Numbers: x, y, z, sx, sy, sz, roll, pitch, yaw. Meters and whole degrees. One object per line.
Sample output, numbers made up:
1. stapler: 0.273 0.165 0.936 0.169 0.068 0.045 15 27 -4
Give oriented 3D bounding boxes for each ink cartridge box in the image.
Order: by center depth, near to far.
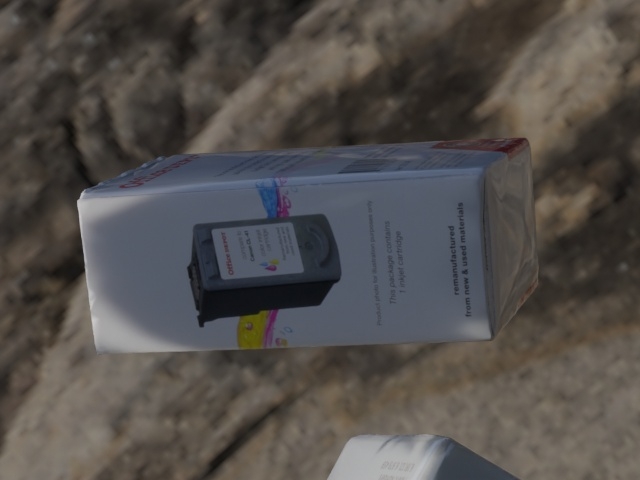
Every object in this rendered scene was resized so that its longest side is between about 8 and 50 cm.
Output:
1. ink cartridge box: 0.000 0.000 1.448 0.306 0.131 0.226 -4 9 16

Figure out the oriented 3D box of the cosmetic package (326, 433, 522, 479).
1. cosmetic package: 0.105 0.407 1.592 0.394 0.329 0.327 -60 8 -11
